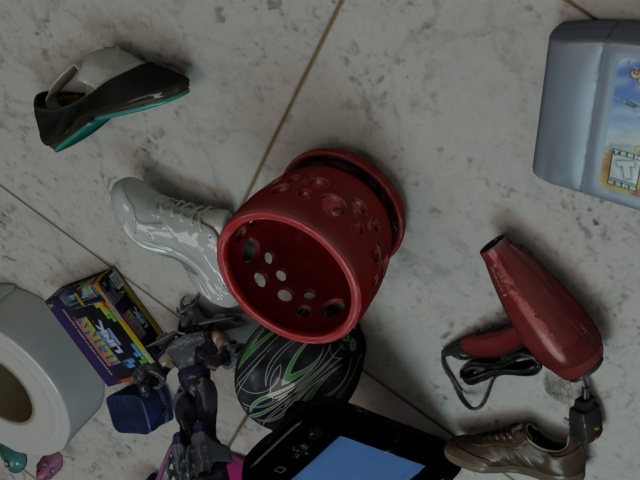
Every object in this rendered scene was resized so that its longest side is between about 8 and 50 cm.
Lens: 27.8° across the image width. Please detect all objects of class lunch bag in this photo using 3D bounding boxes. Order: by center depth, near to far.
[{"bbox_3d":[-0.275,0.258,2.011,0.098,0.065,0.067,-2,107,37],"label":"lunch bag"}]

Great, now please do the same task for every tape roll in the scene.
[{"bbox_3d":[-0.494,0.211,2.100,0.286,0.100,0.286,19,133,22],"label":"tape roll"}]

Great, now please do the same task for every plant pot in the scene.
[{"bbox_3d":[0.000,0.000,1.533,0.191,0.174,0.191,19,132,22],"label":"plant pot"}]

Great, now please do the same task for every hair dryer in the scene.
[{"bbox_3d":[0.228,0.122,1.541,0.223,0.080,0.294,14,130,27],"label":"hair dryer"}]

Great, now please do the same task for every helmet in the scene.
[{"bbox_3d":[-0.030,0.171,1.699,0.169,0.161,0.169,19,132,22],"label":"helmet"}]

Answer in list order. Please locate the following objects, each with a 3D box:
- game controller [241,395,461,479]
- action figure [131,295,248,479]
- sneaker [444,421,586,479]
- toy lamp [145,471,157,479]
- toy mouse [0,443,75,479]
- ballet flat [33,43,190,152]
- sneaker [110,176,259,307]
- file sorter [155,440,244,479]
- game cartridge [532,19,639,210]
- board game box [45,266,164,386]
[{"bbox_3d":[0.045,0.294,1.681,0.319,0.067,0.166,27,109,-41],"label":"game controller"},{"bbox_3d":[-0.175,0.209,1.799,0.185,0.285,0.099,-25,152,39],"label":"action figure"},{"bbox_3d":[0.250,0.260,1.661,0.188,0.066,0.071,6,110,25],"label":"sneaker"},{"bbox_3d":[-0.192,0.497,2.135,0.274,0.080,0.080,37,137,6],"label":"toy lamp"},{"bbox_3d":[-0.488,0.367,2.201,0.161,0.143,0.031,32,127,-26],"label":"toy mouse"},{"bbox_3d":[-0.281,-0.188,1.643,0.280,0.095,0.096,-16,101,42],"label":"ballet flat"},{"bbox_3d":[-0.167,-0.020,1.710,0.232,0.090,0.115,37,131,-8],"label":"sneaker"},{"bbox_3d":[-0.094,0.418,1.865,0.290,0.202,0.182,12,162,27],"label":"file sorter"},{"bbox_3d":[0.360,-0.112,1.284,0.297,0.062,0.198,18,136,22],"label":"game cartridge"},{"bbox_3d":[-0.316,0.133,1.950,0.141,0.048,0.170,-20,110,42],"label":"board game box"}]
